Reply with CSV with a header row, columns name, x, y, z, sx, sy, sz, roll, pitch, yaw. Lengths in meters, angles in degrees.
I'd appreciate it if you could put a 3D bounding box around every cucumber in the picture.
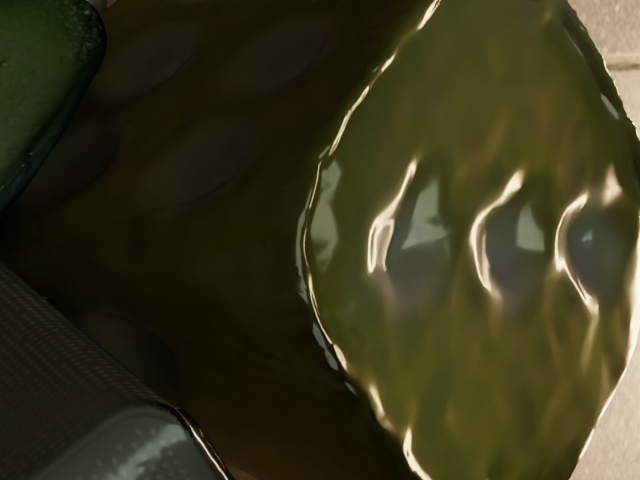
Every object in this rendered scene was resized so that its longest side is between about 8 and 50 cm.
name,x,y,z,sx,sy,sz,roll,pitch,yaw
cucumber,-0.176,-0.026,0.797,0.244,0.115,0.063,-45,162,-34

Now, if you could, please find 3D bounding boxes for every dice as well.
name,x,y,z,sx,sy,sz,roll,pitch,yaw
dice,0.000,0.000,0.896,0.238,0.227,0.233,-55,131,-31

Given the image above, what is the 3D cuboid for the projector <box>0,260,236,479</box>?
name,x,y,z,sx,sy,sz,roll,pitch,yaw
projector,-0.150,0.146,0.740,0.242,0.177,0.163,-37,124,-14
